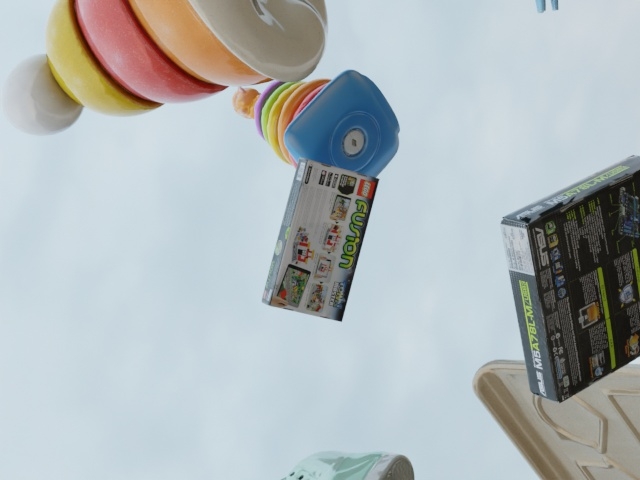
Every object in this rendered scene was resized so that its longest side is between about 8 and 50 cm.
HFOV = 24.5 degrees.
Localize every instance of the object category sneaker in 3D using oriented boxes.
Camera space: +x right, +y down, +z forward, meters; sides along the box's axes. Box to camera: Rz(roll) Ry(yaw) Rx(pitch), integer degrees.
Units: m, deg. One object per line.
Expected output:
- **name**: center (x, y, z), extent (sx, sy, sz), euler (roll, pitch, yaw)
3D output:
- **sneaker**: center (-0.011, 0.343, 1.760), extent (0.256, 0.151, 0.094), euler (-41, -61, -42)

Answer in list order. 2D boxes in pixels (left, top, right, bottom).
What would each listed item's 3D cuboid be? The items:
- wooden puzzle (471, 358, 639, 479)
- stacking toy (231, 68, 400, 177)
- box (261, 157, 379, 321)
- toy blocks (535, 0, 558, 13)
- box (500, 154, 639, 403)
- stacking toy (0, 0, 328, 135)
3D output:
- **wooden puzzle**: center (0.400, 0.241, 1.774), extent (0.322, 0.348, 0.080), euler (51, -127, -27)
- **stacking toy**: center (-0.038, -0.181, 2.212), extent (0.166, 0.302, 0.175), euler (-46, -52, -15)
- **box**: center (0.000, 0.000, 2.022), extent (0.114, 0.036, 0.207), euler (14, -88, -23)
- **toy blocks**: center (0.200, -0.314, 1.581), extent (0.054, 0.123, 0.148), euler (-12, -84, -64)
- **box**: center (0.268, 0.036, 1.430), extent (0.184, 0.045, 0.190), euler (-26, -66, -31)
- **stacking toy**: center (-0.261, -0.291, 2.036), extent (0.350, 0.480, 0.350), euler (41, -145, -37)
